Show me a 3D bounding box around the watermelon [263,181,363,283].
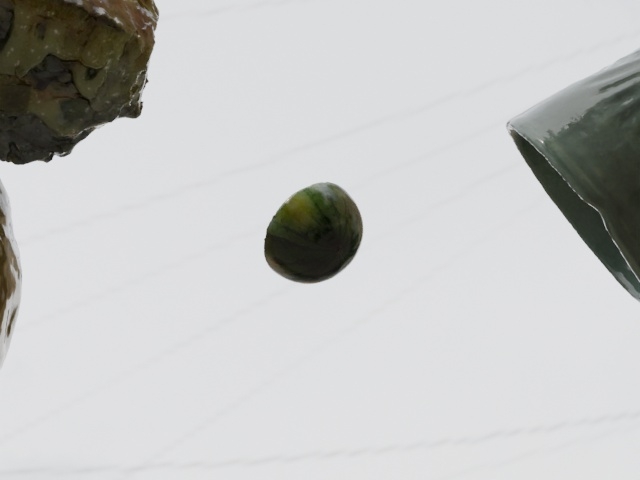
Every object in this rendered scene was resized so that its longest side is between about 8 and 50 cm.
[{"bbox_3d":[0.000,0.000,1.530,0.105,0.062,0.105,-21,-48,-25],"label":"watermelon"}]

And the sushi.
[{"bbox_3d":[-0.271,-0.177,1.381,0.274,0.139,0.184,24,-53,-27],"label":"sushi"}]

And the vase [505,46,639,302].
[{"bbox_3d":[0.189,-0.075,0.641,0.219,0.096,0.096,-37,-53,1],"label":"vase"}]

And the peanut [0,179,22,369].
[{"bbox_3d":[-0.130,0.030,0.385,0.101,0.263,0.117,-34,-62,24],"label":"peanut"}]
